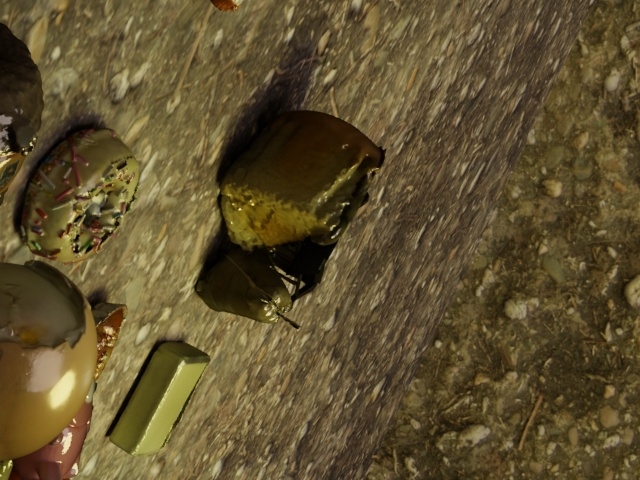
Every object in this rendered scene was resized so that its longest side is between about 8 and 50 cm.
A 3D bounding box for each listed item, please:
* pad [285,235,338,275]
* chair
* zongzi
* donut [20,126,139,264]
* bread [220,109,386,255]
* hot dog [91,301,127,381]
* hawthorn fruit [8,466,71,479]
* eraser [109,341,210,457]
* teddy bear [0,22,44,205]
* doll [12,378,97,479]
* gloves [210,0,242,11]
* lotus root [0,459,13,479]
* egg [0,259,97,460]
[{"bbox_3d":[0.000,0.000,2.205,0.116,0.004,0.193,-61,-168,-9],"label":"pad"},{"bbox_3d":[-0.022,-0.005,2.456,0.229,0.106,0.113,-41,154,-44],"label":"chair"},{"bbox_3d":[-0.073,0.038,2.274,0.178,0.189,0.081,-56,131,-21],"label":"zongzi"},{"bbox_3d":[-0.269,-0.047,1.748,0.174,0.068,0.174,-53,162,-25],"label":"donut"},{"bbox_3d":[-0.032,-0.094,2.193,0.262,0.162,0.204,-11,-145,53],"label":"bread"},{"bbox_3d":[-0.313,0.158,1.988,0.192,0.053,0.099,-51,165,-17],"label":"hot dog"},{"bbox_3d":[-0.382,0.352,2.019,0.128,0.128,0.128,-52,161,-25],"label":"hawthorn fruit"},{"bbox_3d":[-0.242,0.238,2.314,0.172,0.058,0.117,-62,163,6],"label":"eraser"},{"bbox_3d":[-0.329,-0.087,1.415,0.177,0.140,0.190,-44,166,-49],"label":"teddy bear"},{"bbox_3d":[-0.320,0.215,1.821,0.262,0.093,0.211,125,-25,-63],"label":"doll"},{"bbox_3d":[-0.097,-0.349,1.683,0.219,0.131,0.140,-27,162,-2],"label":"gloves"},{"bbox_3d":[-0.430,0.304,1.851,0.183,0.077,0.090,-67,168,10],"label":"lotus root"},{"bbox_3d":[-0.338,0.132,1.619,0.201,0.201,0.244,-45,160,-41],"label":"egg"}]
